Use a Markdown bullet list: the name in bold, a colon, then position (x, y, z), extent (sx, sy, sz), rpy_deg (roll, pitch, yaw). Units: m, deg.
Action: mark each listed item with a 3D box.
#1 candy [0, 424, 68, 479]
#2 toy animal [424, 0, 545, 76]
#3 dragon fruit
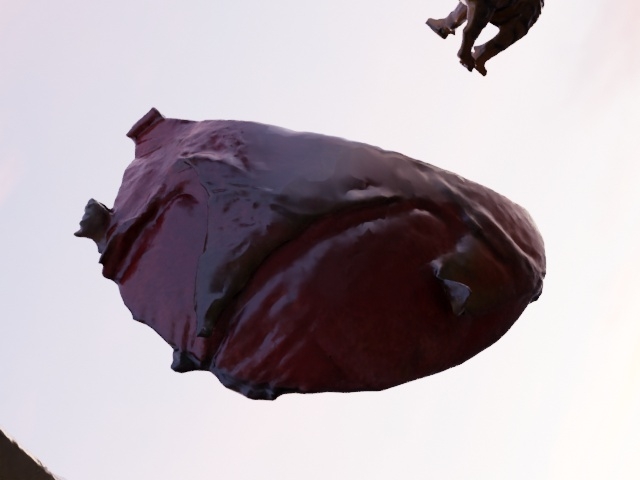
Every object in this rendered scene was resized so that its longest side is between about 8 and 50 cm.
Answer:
- **candy**: position (-0.354, 0.193, 1.336), extent (0.179, 0.135, 0.321), rpy_deg (-49, -39, -14)
- **toy animal**: position (0.112, -0.221, 1.318), extent (0.116, 0.114, 0.255), rpy_deg (-52, -32, 12)
- **dragon fruit**: position (0.000, 0.000, 1.156), extent (0.282, 0.343, 0.100), rpy_deg (-75, -1, -47)
